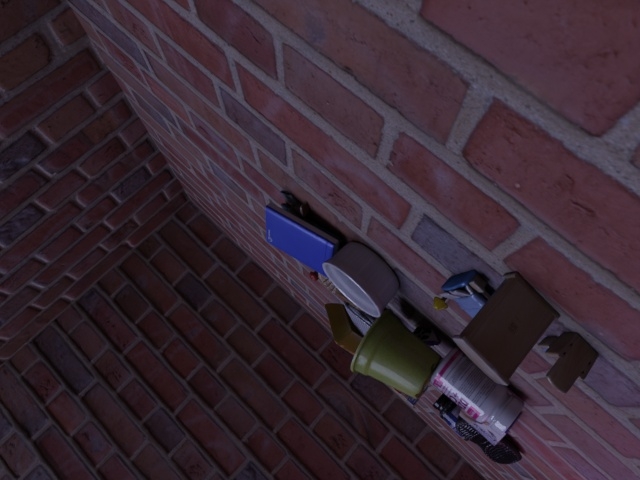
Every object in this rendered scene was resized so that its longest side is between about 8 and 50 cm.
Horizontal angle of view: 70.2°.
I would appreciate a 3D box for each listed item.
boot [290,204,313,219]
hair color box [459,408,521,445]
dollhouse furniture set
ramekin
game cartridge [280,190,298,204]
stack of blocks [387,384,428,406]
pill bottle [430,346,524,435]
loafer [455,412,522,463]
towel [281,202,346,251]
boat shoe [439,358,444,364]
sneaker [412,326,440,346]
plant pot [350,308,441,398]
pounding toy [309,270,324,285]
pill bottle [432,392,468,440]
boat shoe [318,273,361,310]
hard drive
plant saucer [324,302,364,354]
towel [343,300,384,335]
[{"bbox_3d":[-0.079,-0.118,1.753,0.087,0.042,0.118,28,165,30],"label":"boot"},{"bbox_3d":[0.666,0.694,1.816,0.185,0.110,0.339,38,162,30],"label":"hair color box"},{"bbox_3d":[0.408,0.240,1.096,0.286,0.198,0.303,45,166,0],"label":"dollhouse furniture set"},{"bbox_3d":[0.151,0.134,1.637,0.277,0.135,0.277,42,166,13],"label":"ramekin"},{"bbox_3d":[-0.123,-0.168,1.801,0.083,0.017,0.056,26,160,52],"label":"game cartridge"},{"bbox_3d":[0.420,0.705,2.391,0.297,0.171,0.087,38,164,23],"label":"stack of blocks"},{"bbox_3d":[0.538,0.519,1.572,0.283,0.160,0.160,37,164,27],"label":"pill bottle"},{"bbox_3d":[0.768,0.873,2.056,0.366,0.130,0.134,41,126,-12],"label":"loafer"},{"bbox_3d":[0.000,0.000,1.886,0.370,0.040,0.271,35,162,39],"label":"towel"},{"bbox_3d":[0.497,0.538,1.915,0.069,0.081,0.227,47,173,-20],"label":"boat shoe"},{"bbox_3d":[0.404,0.384,1.768,0.071,0.068,0.170,42,166,-10],"label":"sneaker"},{"bbox_3d":[0.293,0.435,1.677,0.253,0.276,0.276,30,161,23],"label":"plant pot"},{"bbox_3d":[0.036,0.178,2.123,0.237,0.110,0.183,51,165,-19],"label":"pounding toy"},{"bbox_3d":[0.662,0.852,2.218,0.219,0.123,0.123,41,165,22],"label":"pill bottle"},{"bbox_3d":[0.106,0.189,1.974,0.277,0.096,0.098,42,122,-8],"label":"boat shoe"},{"bbox_3d":[-0.079,0.003,1.774,0.318,0.040,0.210,30,143,20],"label":"hard drive"},{"bbox_3d":[0.189,0.463,2.278,0.332,0.081,0.333,36,-165,-22],"label":"plant saucer"},{"bbox_3d":[0.254,0.374,2.058,0.283,0.121,0.235,36,162,36],"label":"towel"}]
